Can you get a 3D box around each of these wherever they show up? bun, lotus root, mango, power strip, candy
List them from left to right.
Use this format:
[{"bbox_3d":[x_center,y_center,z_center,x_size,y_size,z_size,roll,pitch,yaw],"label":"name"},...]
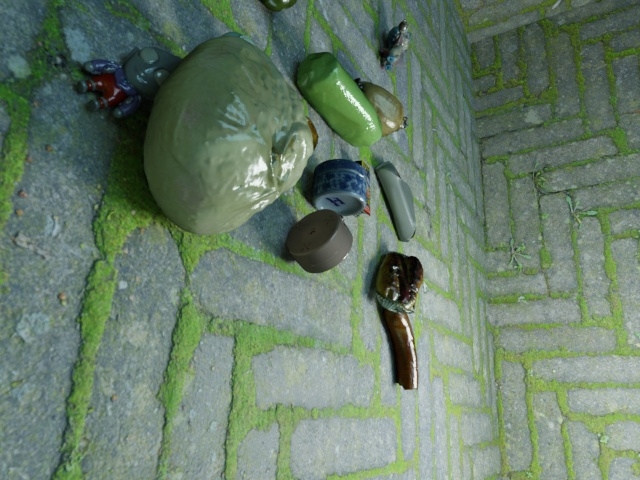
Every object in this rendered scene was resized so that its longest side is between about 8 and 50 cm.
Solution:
[{"bbox_3d":[-0.140,-0.176,0.837,0.361,0.212,0.362,8,90,-71],"label":"bun"},{"bbox_3d":[-0.047,-0.283,1.227,0.127,0.063,0.077,59,45,-31],"label":"mango"},{"bbox_3d":[0.000,0.000,1.141,0.078,0.154,0.154,54,40,-35],"label":"power strip"},{"bbox_3d":[0.068,-0.402,1.380,0.343,0.142,0.132,38,38,-51],"label":"candy"},{"bbox_3d":[0.185,-0.433,1.579,0.256,0.154,0.140,31,93,-34],"label":"lotus root"}]

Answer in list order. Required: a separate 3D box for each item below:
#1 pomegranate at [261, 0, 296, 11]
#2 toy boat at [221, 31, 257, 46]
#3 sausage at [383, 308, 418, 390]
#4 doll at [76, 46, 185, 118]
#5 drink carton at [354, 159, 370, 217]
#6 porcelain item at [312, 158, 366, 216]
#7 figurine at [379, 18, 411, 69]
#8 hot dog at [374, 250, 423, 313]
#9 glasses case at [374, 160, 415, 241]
[{"bbox_3d":[-0.094,-0.630,1.167,0.114,0.142,0.115,-8,102,-39],"label":"pomegranate"},{"bbox_3d":[-0.175,-0.345,1.037,0.134,0.078,0.208,-53,138,-41],"label":"toy boat"},{"bbox_3d":[0.276,0.352,1.591,0.102,0.076,0.303,-19,99,-60],"label":"sausage"},{"bbox_3d":[-0.297,-0.275,0.797,0.227,0.075,0.102,-40,107,-42],"label":"doll"},{"bbox_3d":[0.121,-0.161,1.488,0.071,0.056,0.166,32,55,-62],"label":"drink carton"},{"bbox_3d":[0.052,-0.144,1.276,0.147,0.147,0.114,34,52,-51],"label":"porcelain item"},{"bbox_3d":[0.297,-0.788,1.890,0.205,0.102,0.260,86,23,-48],"label":"figurine"},{"bbox_3d":[0.262,0.131,1.572,0.162,0.082,0.271,28,41,-2],"label":"hot dog"},{"bbox_3d":[0.297,-0.152,1.753,0.128,0.083,0.308,-54,128,-49],"label":"glasses case"}]
